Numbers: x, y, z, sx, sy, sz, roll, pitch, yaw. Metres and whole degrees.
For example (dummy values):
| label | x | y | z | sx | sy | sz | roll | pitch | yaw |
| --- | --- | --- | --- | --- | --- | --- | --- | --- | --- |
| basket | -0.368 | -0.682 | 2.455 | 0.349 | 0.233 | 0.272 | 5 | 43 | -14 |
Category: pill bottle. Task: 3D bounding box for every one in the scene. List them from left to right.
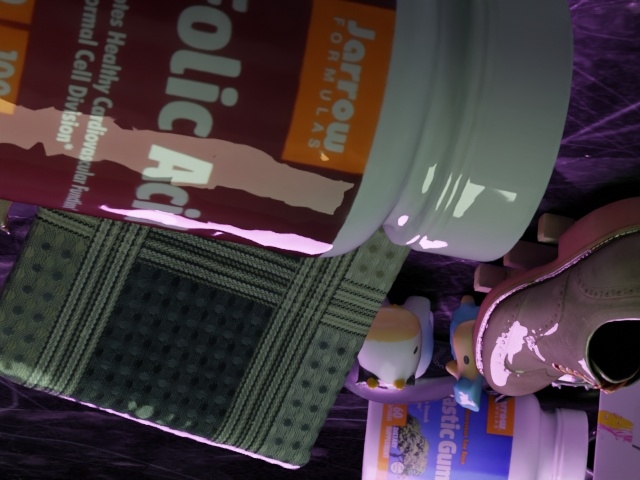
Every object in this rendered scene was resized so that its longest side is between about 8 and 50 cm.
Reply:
| label | x | y | z | sx | sy | sz | roll | pitch | yaw |
| --- | --- | --- | --- | --- | --- | --- | --- | --- | --- |
| pill bottle | -0.061 | -0.111 | 1.105 | 0.392 | 0.224 | 0.224 | 10 | 161 | -13 |
| pill bottle | 0.192 | 0.254 | 2.236 | 0.272 | 0.152 | 0.152 | 5 | 162 | 2 |

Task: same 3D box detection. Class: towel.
| label | x | y | z | sx | sy | sz | roll | pitch | yaw |
| --- | --- | --- | --- | --- | --- | --- | --- | --- | --- |
| towel | -0.072 | -0.008 | 1.349 | 0.312 | 0.324 | 0.056 | 22 | -170 | -31 |

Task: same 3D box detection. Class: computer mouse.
| label | x | y | z | sx | sy | sz | roll | pitch | yaw |
| --- | --- | --- | --- | --- | --- | --- | --- | --- | --- |
| computer mouse | 0.130 | 0.159 | 2.097 | 0.272 | 0.072 | 0.188 | 9 | 162 | -7 |

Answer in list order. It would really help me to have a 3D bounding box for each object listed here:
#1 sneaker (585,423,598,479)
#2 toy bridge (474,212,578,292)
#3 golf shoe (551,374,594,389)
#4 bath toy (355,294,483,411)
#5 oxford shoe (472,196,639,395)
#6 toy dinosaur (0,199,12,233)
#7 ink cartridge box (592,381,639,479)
| label | x | y | z | sx | sy | sz | roll | pitch | yaw |
| --- | --- | --- | --- | --- | --- | --- | --- | --- | --- |
| sneaker | 0.328 | 0.315 | 2.429 | 0.447 | 0.169 | 0.257 | -9 | 149 | 19 |
| toy bridge | 0.207 | 0.017 | 1.719 | 0.063 | 0.026 | 0.188 | 9 | 160 | -13 |
| golf shoe | 0.309 | 0.078 | 1.800 | 0.272 | 0.105 | 0.120 | -4 | 137 | 27 |
| bath toy | 0.005 | 0.118 | 1.928 | 0.348 | 0.129 | 0.151 | 2 | 161 | 15 |
| oxford shoe | 0.234 | 0.088 | 1.657 | 0.123 | 0.130 | 0.348 | 0 | 154 | -17 |
| toy dinosaur | -0.139 | -0.058 | 1.399 | 0.295 | 0.200 | 0.127 | 32 | 178 | -30 |
| ink cartridge box | 0.411 | 0.231 | 1.970 | 0.168 | 0.233 | 0.171 | -4 | 159 | 34 |
